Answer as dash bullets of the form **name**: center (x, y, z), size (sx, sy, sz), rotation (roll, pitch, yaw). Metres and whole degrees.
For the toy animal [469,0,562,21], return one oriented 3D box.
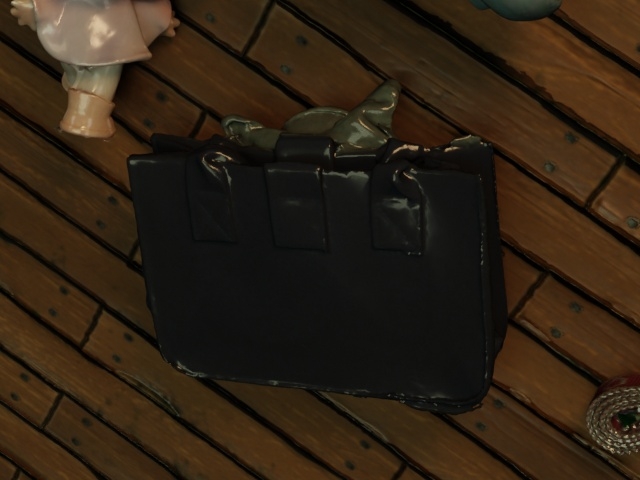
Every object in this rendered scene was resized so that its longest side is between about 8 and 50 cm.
- **toy animal**: center (0.088, -0.287, 0.891), size (0.221, 0.210, 0.229), rotation (17, 122, 20)

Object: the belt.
- **belt**: center (0.333, 0.123, 1.032), size (0.232, 0.053, 0.071), rotation (-19, 102, 27)

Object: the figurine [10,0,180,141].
- **figurine**: center (-0.192, -0.227, 1.054), size (0.200, 0.133, 0.276), rotation (14, 116, 12)

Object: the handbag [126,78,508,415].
- **handbag**: center (0.000, 0.000, 1.080), size (0.326, 0.118, 0.269), rotation (4, 119, 19)
